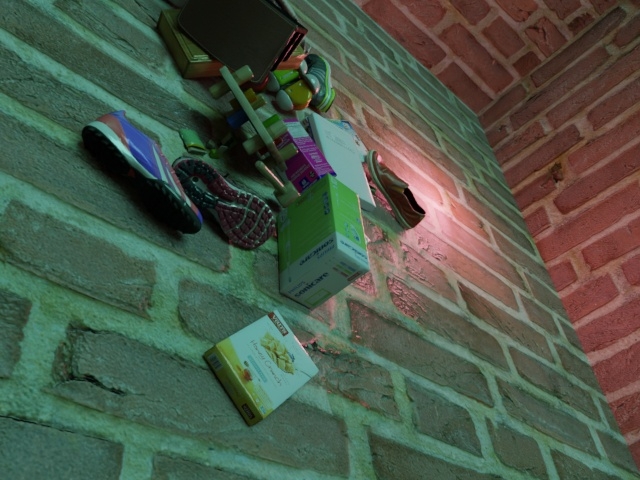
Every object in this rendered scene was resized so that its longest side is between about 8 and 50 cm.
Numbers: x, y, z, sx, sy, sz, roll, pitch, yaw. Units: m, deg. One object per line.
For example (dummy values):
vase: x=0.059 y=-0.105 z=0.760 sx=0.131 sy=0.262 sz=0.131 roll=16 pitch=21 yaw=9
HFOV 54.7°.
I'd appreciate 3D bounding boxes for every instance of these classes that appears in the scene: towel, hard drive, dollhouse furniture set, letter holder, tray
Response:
towel: x=-0.211 y=-0.837 z=1.895 sx=0.324 sy=0.056 sz=0.312 roll=36 pitch=18 yaw=-53
hard drive: x=0.068 y=-0.259 z=2.046 sx=0.210 sy=0.040 sz=0.318 roll=23 pitch=42 yaw=-43
dollhouse furniture set: x=-0.290 y=-0.265 z=1.627 sx=0.152 sy=0.059 sz=0.076 roll=4 pitch=53 yaw=-54
letter holder: x=-0.228 y=-0.614 z=1.786 sx=0.302 sy=0.214 sz=0.152 roll=37 pitch=17 yaw=-1
tray: x=-0.264 y=-0.611 z=1.891 sx=0.411 sy=0.076 sz=0.202 roll=-17 pitch=70 yaw=-36

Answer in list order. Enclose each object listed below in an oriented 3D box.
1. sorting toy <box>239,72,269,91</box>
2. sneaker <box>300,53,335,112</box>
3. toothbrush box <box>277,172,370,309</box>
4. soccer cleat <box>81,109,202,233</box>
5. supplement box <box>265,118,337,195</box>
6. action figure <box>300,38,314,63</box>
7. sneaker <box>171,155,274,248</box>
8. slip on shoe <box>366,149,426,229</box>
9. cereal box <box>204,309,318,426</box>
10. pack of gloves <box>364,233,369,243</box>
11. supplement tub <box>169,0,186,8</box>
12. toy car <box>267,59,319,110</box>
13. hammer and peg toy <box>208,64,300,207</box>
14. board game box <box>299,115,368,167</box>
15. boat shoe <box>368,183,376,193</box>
sorting toy: x=-0.258 y=-0.626 z=2.065 sx=0.365 sy=0.127 sz=0.126 roll=64 pitch=6 yaw=19
sneaker: x=-0.029 y=-0.621 z=2.358 sx=0.121 sy=0.111 sz=0.299 roll=21 pitch=39 yaw=-36
toothbrush box: x=0.000 y=0.000 z=1.591 sx=0.122 sy=0.206 sz=0.283 roll=33 pitch=33 yaw=-31
soccer cleat: x=-0.359 y=-0.150 z=1.333 sx=0.318 sy=0.109 sz=0.116 roll=44 pitch=48 yaw=-7
supplement box: x=-0.072 y=-0.247 z=1.865 sx=0.220 sy=0.111 sz=0.114 roll=55 pitch=30 yaw=8
action figure: x=-0.116 y=-0.696 z=2.269 sx=0.164 sy=0.140 sz=0.275 roll=23 pitch=33 yaw=9
sneaker: x=-0.227 y=-0.099 z=1.482 sx=0.299 sy=0.121 sz=0.112 roll=45 pitch=-1 yaw=-28
slip on shoe: x=0.280 y=-0.198 z=2.289 sx=0.331 sy=0.101 sz=0.123 roll=57 pitch=30 yaw=-4
cereal box: x=-0.116 y=0.257 z=1.297 sx=0.173 sy=0.047 sz=0.240 roll=55 pitch=29 yaw=5
pack of gloves: x=0.066 y=-0.057 z=1.916 sx=0.232 sy=0.046 sz=0.195 roll=48 pitch=28 yaw=-7
supplement tub: x=-0.424 y=-0.924 z=2.006 sx=0.228 sy=0.228 sz=0.316 roll=22 pitch=40 yaw=-42
toy car: x=-0.102 y=-0.530 z=2.132 sx=0.182 sy=0.159 sz=0.136 roll=56 pitch=-10 yaw=4
hammer and peg toy: x=-0.150 y=-0.282 z=1.677 sx=0.361 sy=0.127 sz=0.266 roll=58 pitch=0 yaw=13
board game box: x=0.061 y=-0.349 z=2.229 sx=0.305 sy=0.053 sz=0.192 roll=-12 pitch=68 yaw=-58
boat shoe: x=0.129 y=-0.207 z=2.170 sx=0.153 sy=0.048 sz=0.056 roll=39 pitch=31 yaw=-22
